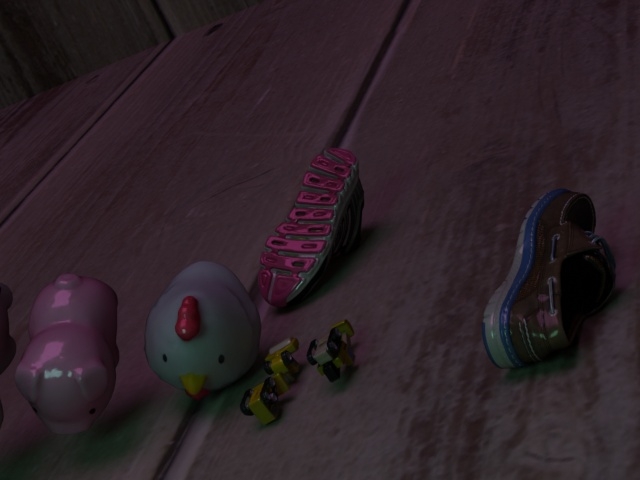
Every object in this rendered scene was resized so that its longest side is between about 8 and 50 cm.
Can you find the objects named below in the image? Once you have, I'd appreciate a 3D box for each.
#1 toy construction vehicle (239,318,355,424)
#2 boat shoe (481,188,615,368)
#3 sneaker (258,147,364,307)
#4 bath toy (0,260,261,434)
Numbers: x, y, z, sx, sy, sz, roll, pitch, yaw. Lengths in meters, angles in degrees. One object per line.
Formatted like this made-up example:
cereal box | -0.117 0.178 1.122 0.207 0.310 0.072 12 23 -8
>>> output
toy construction vehicle | -0.014 0.102 1.162 0.086 0.035 0.098 -32 13 17
boat shoe | 0.176 0.026 1.073 0.066 0.066 0.183 -8 35 32
sneaker | 0.000 0.000 1.376 0.063 0.075 0.170 6 56 28
bath toy | -0.223 0.091 1.215 0.348 0.152 0.129 -5 -4 3
